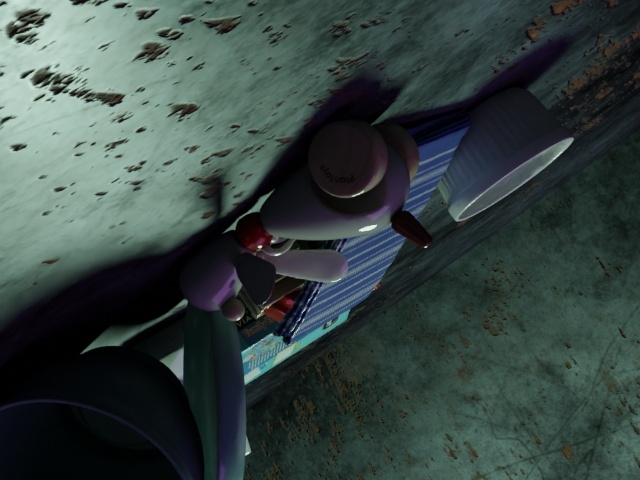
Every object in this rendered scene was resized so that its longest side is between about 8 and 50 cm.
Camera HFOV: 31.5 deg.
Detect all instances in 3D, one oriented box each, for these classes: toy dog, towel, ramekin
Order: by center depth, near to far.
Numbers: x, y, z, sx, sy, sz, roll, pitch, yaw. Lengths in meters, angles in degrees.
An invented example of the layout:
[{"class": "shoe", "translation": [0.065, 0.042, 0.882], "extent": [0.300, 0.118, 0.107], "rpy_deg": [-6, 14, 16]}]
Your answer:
[{"class": "toy dog", "translation": [0.000, 0.000, 1.289], "extent": [0.220, 0.161, 0.333], "rpy_deg": [-24, 166, -44]}, {"class": "towel", "translation": [0.070, -0.021, 1.526], "extent": [0.243, 0.040, 0.336], "rpy_deg": [-25, 149, -53]}, {"class": "ramekin", "translation": [0.250, -0.129, 1.642], "extent": [0.207, 0.109, 0.207], "rpy_deg": [-34, 170, -7]}]

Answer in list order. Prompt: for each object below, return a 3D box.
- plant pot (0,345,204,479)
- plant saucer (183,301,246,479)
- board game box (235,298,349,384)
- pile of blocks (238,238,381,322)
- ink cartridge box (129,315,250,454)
[{"class": "plant pot", "translation": [-0.271, 0.254, 1.408], "extent": [0.293, 0.293, 0.196], "rpy_deg": [-39, -164, 27]}, {"class": "plant saucer", "translation": [-0.137, 0.211, 1.457], "extent": [0.043, 0.318, 0.317], "rpy_deg": [0, 160, -15]}, {"class": "board game box", "translation": [-0.099, 0.154, 1.912], "extent": [0.336, 0.079, 0.254], "rpy_deg": [-32, 165, -16]}, {"class": "pile of blocks", "translation": [0.032, 0.034, 1.704], "extent": [0.362, 0.113, 0.149], "rpy_deg": [-25, 167, -45]}, {"class": "ink cartridge box", "translation": [-0.239, 0.270, 1.677], "extent": [0.239, 0.060, 0.275], "rpy_deg": [-30, 131, -23]}]
